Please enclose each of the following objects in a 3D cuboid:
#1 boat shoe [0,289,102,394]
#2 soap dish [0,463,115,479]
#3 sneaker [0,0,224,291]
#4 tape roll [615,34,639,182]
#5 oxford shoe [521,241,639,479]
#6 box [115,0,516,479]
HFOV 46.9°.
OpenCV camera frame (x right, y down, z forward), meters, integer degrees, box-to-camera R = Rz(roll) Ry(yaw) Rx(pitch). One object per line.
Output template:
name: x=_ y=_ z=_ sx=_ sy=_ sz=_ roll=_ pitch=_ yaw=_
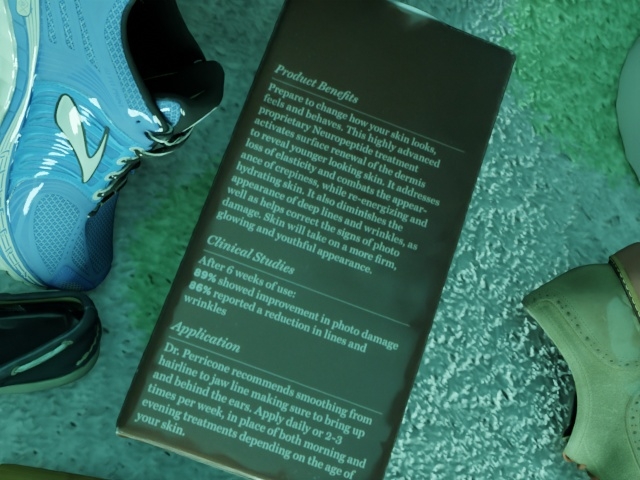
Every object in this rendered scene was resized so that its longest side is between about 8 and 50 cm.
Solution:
boat shoe: x=-0.291 y=0.086 z=0.539 sx=0.255 sy=0.079 sz=0.095 roll=-6 pitch=58 yaw=-18
soap dish: x=-0.154 y=0.323 z=0.510 sx=0.229 sy=0.118 sz=0.290 roll=12 pitch=77 yaw=-6
sneaker: x=-0.150 y=-0.079 z=0.507 sx=0.147 sy=0.330 sz=0.129 roll=16 pitch=41 yaw=-2
tape roll: x=0.439 y=-0.128 z=0.708 sx=0.286 sy=0.100 sz=0.286 roll=2 pitch=78 yaw=-9
oxford shoe: x=0.278 y=0.184 z=0.628 sx=0.130 sy=0.123 sz=0.348 roll=-21 pitch=82 yaw=14
box: x=0.000 y=0.000 z=0.596 sx=0.191 sy=0.143 sz=0.381 roll=21 pitch=77 yaw=-3
